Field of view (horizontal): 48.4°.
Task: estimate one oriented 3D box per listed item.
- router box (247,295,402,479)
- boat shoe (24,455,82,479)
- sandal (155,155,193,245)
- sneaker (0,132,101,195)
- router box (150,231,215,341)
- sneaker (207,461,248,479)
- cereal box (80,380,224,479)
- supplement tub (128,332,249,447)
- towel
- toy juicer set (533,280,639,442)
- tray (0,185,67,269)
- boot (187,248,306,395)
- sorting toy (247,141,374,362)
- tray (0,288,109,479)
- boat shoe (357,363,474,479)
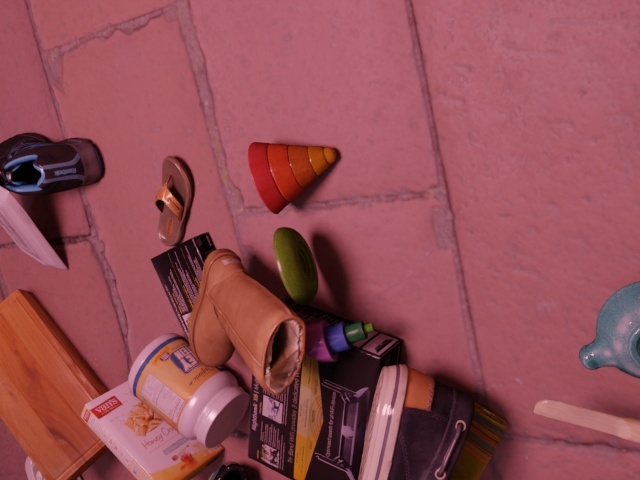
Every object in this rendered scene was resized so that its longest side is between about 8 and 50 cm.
[{"bbox_3d":[-0.001,0.277,1.216,0.243,0.081,0.308,18,115,29],"label":"router box"},{"bbox_3d":[-0.616,0.643,1.743,0.103,0.118,0.320,-35,77,41],"label":"boat shoe"},{"bbox_3d":[-0.280,-0.066,1.317,0.072,0.049,0.180,26,118,25],"label":"sandal"},{"bbox_3d":[-0.608,-0.154,1.458,0.341,0.140,0.125,-1,106,36],"label":"sneaker"},{"bbox_3d":[-0.231,0.089,1.336,0.133,0.046,0.178,-22,92,38],"label":"router box"},{"bbox_3d":[-0.180,0.563,1.321,0.121,0.108,0.302,118,154,-54],"label":"sneaker"},{"bbox_3d":[-0.335,0.383,1.425,0.240,0.173,0.047,41,124,16],"label":"cereal box"},{"bbox_3d":[-0.248,0.284,1.350,0.200,0.144,0.144,32,121,22],"label":"supplement tub"},{"bbox_3d":[0.209,0.351,1.134,0.102,0.021,0.237,30,120,24],"label":"towel"},{"bbox_3d":[0.441,0.135,0.870,0.209,0.089,0.329,32,113,7],"label":"toy juicer set"},{"bbox_3d":[-0.643,-0.033,1.502,0.145,0.030,0.270,27,152,27],"label":"tray"},{"bbox_3d":[-0.125,0.162,1.135,0.269,0.089,0.236,40,130,52],"label":"boot"},{"bbox_3d":[0.000,0.000,1.098,0.126,0.127,0.365,-19,80,14],"label":"sorting toy"},{"bbox_3d":[-0.628,0.329,1.604,0.203,0.076,0.411,-42,78,-3],"label":"tray"},{"bbox_3d":[0.123,0.430,1.080,0.156,0.187,0.499,10,105,2],"label":"boat shoe"}]
